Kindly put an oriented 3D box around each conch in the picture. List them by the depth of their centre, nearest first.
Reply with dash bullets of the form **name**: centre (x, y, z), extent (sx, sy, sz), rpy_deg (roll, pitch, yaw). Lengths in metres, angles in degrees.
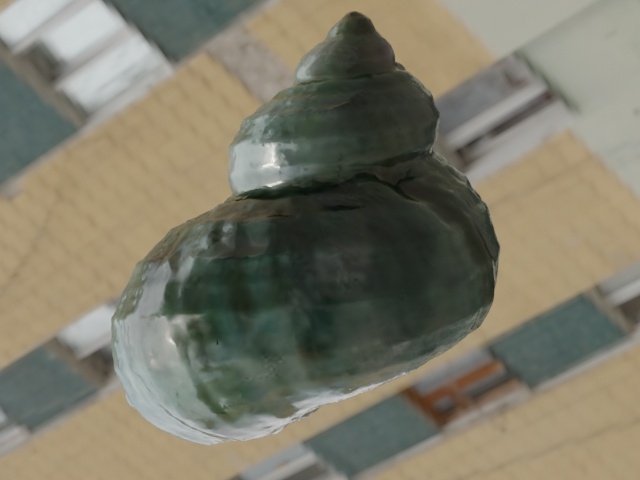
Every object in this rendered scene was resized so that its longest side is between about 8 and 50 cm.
- **conch**: centre (0.000, 0.000, 1.195), extent (0.195, 0.220, 0.277), rpy_deg (7, -82, -68)
